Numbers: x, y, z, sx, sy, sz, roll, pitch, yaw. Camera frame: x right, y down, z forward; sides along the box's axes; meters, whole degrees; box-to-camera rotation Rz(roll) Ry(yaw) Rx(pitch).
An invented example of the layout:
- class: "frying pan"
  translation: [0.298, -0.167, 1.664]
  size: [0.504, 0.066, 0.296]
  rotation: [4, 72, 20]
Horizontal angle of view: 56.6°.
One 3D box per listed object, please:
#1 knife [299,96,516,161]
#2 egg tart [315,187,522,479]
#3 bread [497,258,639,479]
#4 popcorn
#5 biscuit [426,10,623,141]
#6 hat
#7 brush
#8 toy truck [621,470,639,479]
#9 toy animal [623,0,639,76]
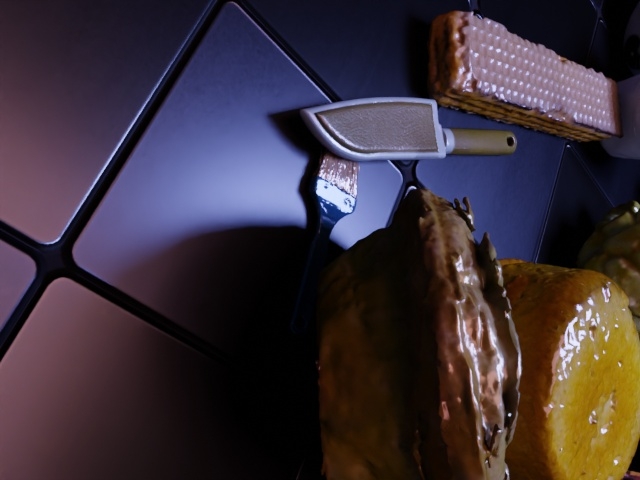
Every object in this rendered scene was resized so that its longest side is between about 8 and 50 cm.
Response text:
- class: "knife"
  translation: [0.106, -0.111, 0.599]
  size: [0.343, 0.027, 0.061]
  rotation: [-10, 93, -44]
- class: "egg tart"
  translation: [0.058, 0.099, 0.440]
  size: [0.118, 0.288, 0.289]
  rotation: [-6, 91, 3]
- class: "bread"
  translation: [0.228, 0.145, 0.613]
  size: [0.268, 0.145, 0.269]
  rotation: [-1, 92, -40]
- class: "popcorn"
  translation: [0.445, 0.058, 0.790]
  size: [0.204, 0.184, 0.221]
  rotation: [-44, 123, 0]
- class: "biscuit"
  translation: [0.262, -0.187, 0.725]
  size: [0.378, 0.054, 0.094]
  rotation: [0, 86, -41]
- class: "hat"
  translation: [0.488, -0.185, 0.872]
  size: [0.203, 0.126, 0.203]
  rotation: [-1, 92, -37]
- class: "brush"
  translation: [0.000, 0.000, 0.507]
  size: [0.051, 0.014, 0.164]
  rotation: [26, 71, -36]
- class: "toy truck"
  translation: [0.407, 0.415, 0.724]
  size: [0.270, 0.114, 0.135]
  rotation: [-63, 146, -42]
- class: "toy animal"
  translation: [0.624, -0.319, 0.954]
  size: [0.266, 0.212, 0.213]
  rotation: [-4, 89, -45]
